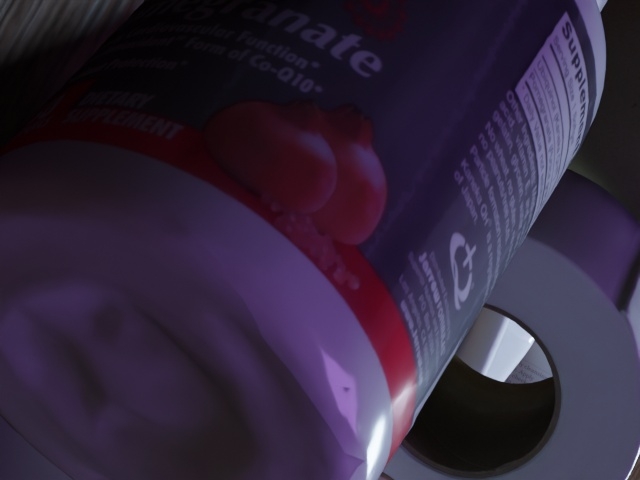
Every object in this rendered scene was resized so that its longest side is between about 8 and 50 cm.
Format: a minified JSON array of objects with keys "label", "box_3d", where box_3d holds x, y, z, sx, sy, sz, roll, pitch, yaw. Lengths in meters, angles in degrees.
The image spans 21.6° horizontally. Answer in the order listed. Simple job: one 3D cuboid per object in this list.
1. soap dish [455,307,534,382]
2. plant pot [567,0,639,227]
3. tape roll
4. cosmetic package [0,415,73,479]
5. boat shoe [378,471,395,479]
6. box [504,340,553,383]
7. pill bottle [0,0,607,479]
[{"label":"soap dish","box_3d":[0.158,0.021,1.580,0.229,0.118,0.290,-40,155,-52]},{"label":"plant pot","box_3d":[0.243,-0.112,1.304,0.256,0.274,0.256,-56,164,-26]},{"label":"tape roll","box_3d":[0.122,0.077,1.196,0.246,0.246,0.169,-67,171,23]},{"label":"cosmetic package","box_3d":[-0.072,0.104,0.912,0.284,0.097,0.377,-40,143,-58]},{"label":"boat shoe","box_3d":[-0.001,0.208,0.901,0.302,0.109,0.098,90,26,-55]},{"label":"box","box_3d":[0.236,0.078,1.838,0.215,0.168,0.345,-31,148,-62]},{"label":"pill bottle","box_3d":[0.007,-0.049,0.666,0.318,0.176,0.176,-54,164,-39]}]
